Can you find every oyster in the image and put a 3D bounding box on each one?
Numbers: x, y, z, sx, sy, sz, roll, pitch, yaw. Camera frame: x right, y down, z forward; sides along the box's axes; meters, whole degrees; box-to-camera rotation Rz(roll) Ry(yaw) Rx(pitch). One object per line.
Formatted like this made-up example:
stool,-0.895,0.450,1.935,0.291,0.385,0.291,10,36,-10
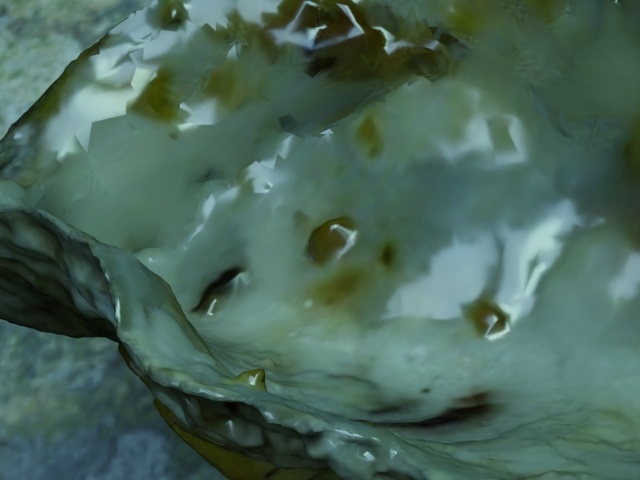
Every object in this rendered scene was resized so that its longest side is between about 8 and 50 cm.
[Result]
oyster,0.024,-0.009,0.521,0.396,0.111,0.204,14,59,32

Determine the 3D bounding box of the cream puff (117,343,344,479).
cream puff,0.000,0.000,0.650,0.189,0.129,0.189,-7,64,14
